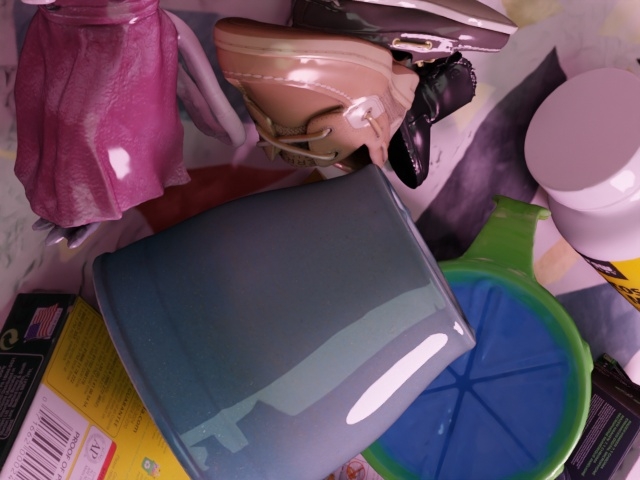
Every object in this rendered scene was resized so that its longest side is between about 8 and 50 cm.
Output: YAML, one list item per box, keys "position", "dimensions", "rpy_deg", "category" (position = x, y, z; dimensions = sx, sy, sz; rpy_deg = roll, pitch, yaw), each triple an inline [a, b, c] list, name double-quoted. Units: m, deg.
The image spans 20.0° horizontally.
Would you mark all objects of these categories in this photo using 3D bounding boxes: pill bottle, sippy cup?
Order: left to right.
- position: [0.149, 0.125, 1.763]
  dimensions: [0.305, 0.240, 0.224]
  rpy_deg: [-39, 177, 11]
  category: "sippy cup"
- position: [0.352, -0.032, 1.869]
  dimensions: [0.188, 0.188, 0.334]
  rpy_deg: [-51, 132, 0]
  category: "pill bottle"

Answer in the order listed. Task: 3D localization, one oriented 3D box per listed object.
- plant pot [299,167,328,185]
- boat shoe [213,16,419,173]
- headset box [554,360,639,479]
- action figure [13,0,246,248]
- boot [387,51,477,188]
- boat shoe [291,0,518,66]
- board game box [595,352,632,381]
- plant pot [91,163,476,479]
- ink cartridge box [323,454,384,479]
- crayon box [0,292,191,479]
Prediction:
- position: [0.000, 0.000, 1.711]
  dimensions: [0.083, 0.081, 0.081]
  rpy_deg: [-40, 133, 6]
  category: "plant pot"
- position: [0.001, -0.113, 1.526]
  dimensions: [0.341, 0.121, 0.110]
  rpy_deg: [11, 92, -68]
  category: "boat shoe"
- position: [0.326, 0.233, 1.909]
  dimensions: [0.246, 0.283, 0.131]
  rpy_deg: [27, 97, -32]
  category: "headset box"
- position: [-0.157, -0.189, 1.373]
  dimensions: [0.276, 0.248, 0.370]
  rpy_deg: [-15, 126, -29]
  category: "action figure"
- position: [0.107, -0.119, 1.743]
  dimensions: [0.099, 0.045, 0.121]
  rpy_deg: [-36, 133, -21]
  category: "boot"
- position: [0.075, -0.197, 1.651]
  dimensions: [0.228, 0.081, 0.068]
  rpy_deg: [8, 112, -31]
  category: "boat shoe"
- position: [0.348, 0.249, 2.137]
  dimensions: [0.136, 0.030, 0.259]
  rpy_deg: [-48, 133, -6]
  category: "board game box"
- position: [-0.018, 0.069, 1.558]
  dimensions: [0.255, 0.271, 0.271]
  rpy_deg: [-30, 132, 5]
  category: "plant pot"
- position: [0.035, 0.301, 1.827]
  dimensions: [0.239, 0.060, 0.275]
  rpy_deg: [22, 65, -22]
  category: "ink cartridge box"
- position: [-0.190, 0.213, 1.633]
  dimensions: [0.318, 0.081, 0.202]
  rpy_deg: [48, 52, -42]
  category: "crayon box"
